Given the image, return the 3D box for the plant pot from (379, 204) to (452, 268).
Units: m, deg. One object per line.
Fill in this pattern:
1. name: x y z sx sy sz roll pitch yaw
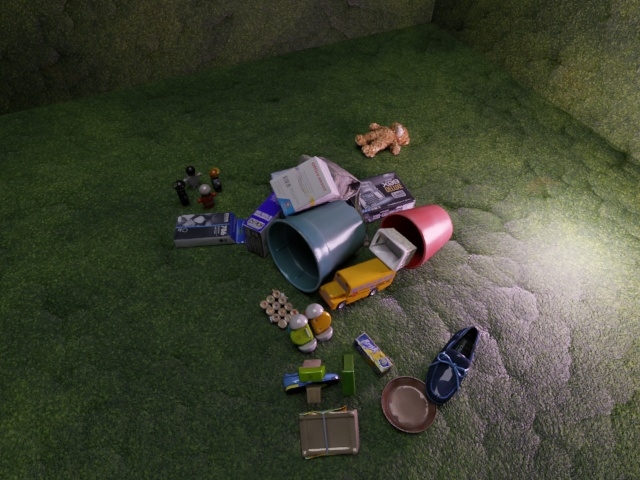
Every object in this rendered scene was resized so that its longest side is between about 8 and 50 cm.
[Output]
1. plant pot: 0.446 -0.038 1.898 0.243 0.275 0.275 -24 54 -31

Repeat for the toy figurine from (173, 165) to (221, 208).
1. toy figurine: -0.626 -0.283 2.149 0.213 0.148 0.210 10 51 8

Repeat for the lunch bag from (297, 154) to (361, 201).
1. lunch bag: 0.041 -0.302 2.058 0.235 0.169 0.287 35 24 26

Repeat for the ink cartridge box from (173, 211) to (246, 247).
1. ink cartridge box: -0.528 -0.055 2.017 0.332 0.065 0.165 -4 50 -5

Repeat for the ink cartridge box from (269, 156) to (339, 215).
1. ink cartridge box: -0.064 -0.229 1.824 0.232 0.168 0.171 -25 86 14

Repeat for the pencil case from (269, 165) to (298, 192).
1. pencil case: -0.133 -0.329 2.215 0.273 0.114 0.124 -19 50 -16

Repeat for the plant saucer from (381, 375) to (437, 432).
1. plant saucer: 0.316 0.591 1.501 0.198 0.036 0.199 0 49 0

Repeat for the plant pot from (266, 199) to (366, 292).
1. plant pot: 0.000 0.000 1.826 0.334 0.341 0.341 -30 56 -34

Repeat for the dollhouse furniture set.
1. dollhouse furniture set: 0.028 0.572 1.452 0.197 0.151 0.302 -4 93 2

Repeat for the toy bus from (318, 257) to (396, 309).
1. toy bus: 0.159 0.175 1.765 0.332 0.130 0.108 -16 50 -33

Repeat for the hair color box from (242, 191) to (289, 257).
1. hair color box: -0.218 -0.105 1.981 0.110 0.185 0.339 23 53 18

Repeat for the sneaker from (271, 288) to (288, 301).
1. sneaker: -0.175 0.236 1.799 0.083 0.032 0.037 41 54 18

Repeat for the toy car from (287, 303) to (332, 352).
1. toy car: -0.052 0.337 1.656 0.182 0.159 0.136 -31 22 -23

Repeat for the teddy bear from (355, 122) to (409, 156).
1. teddy bear: 0.370 -0.602 2.451 0.337 0.113 0.245 -8 53 -7

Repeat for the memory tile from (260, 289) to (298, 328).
1. memory tile: -0.171 0.285 1.735 0.148 0.012 0.113 45 54 11

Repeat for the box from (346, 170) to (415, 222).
1. box: 0.294 -0.225 2.155 0.307 0.077 0.242 -16 52 -12

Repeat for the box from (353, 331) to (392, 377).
1. box: 0.199 0.440 1.610 0.054 0.059 0.169 -27 56 -24

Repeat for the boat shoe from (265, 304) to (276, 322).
1. boat shoe: -0.206 0.297 1.743 0.035 0.035 0.100 -12 52 -23

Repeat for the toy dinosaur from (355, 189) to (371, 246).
1. toy dinosaur: 0.166 -0.098 2.008 0.118 0.268 0.064 -12 5 13

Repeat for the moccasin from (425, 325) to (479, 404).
1. moccasin: 0.490 0.442 1.554 0.137 0.117 0.342 30 51 12

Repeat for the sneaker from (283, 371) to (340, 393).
1. sneaker: -0.035 0.507 1.547 0.209 0.069 0.082 -7 47 -6

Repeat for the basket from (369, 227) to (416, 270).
1. basket: 0.313 0.034 1.794 0.103 0.113 0.167 -10 44 -43
